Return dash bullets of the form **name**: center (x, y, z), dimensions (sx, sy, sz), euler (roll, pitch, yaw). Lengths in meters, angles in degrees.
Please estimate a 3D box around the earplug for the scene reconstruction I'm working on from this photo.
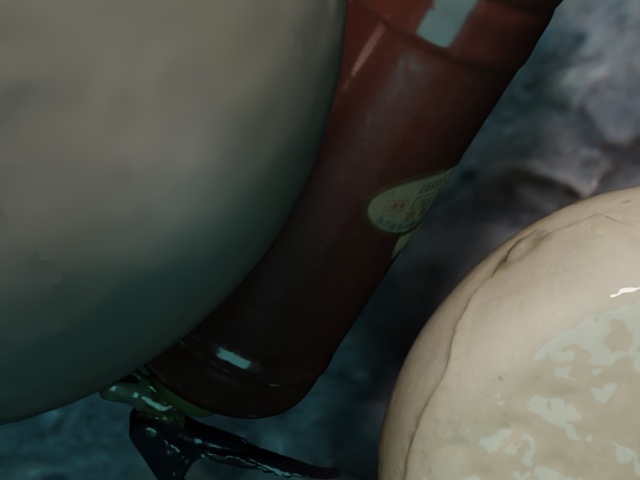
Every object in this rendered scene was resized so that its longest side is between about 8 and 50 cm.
- **earplug**: center (-0.159, -0.123, 0.646), dimensions (0.313, 0.312, 0.394), euler (-26, 126, 5)

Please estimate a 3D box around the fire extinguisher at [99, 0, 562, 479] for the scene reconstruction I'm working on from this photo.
- **fire extinguisher**: center (0.000, 0.000, 0.885), dimensions (0.138, 0.102, 0.344), euler (23, 115, -17)

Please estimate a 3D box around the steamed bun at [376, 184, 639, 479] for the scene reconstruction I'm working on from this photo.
- **steamed bun**: center (0.168, 0.099, 0.941), dimensions (0.283, 0.177, 0.283), euler (2, 112, 5)
